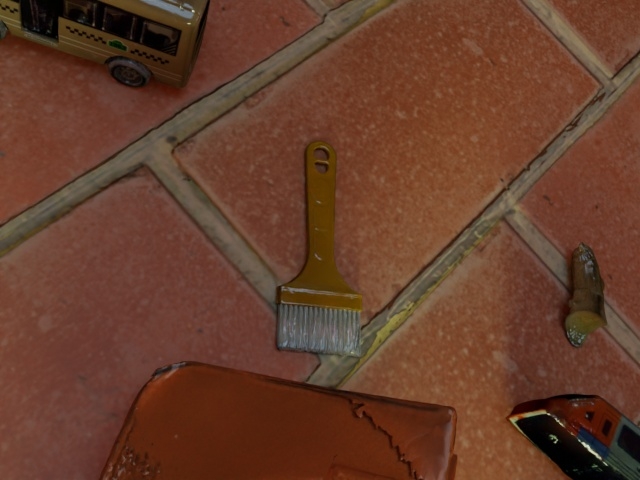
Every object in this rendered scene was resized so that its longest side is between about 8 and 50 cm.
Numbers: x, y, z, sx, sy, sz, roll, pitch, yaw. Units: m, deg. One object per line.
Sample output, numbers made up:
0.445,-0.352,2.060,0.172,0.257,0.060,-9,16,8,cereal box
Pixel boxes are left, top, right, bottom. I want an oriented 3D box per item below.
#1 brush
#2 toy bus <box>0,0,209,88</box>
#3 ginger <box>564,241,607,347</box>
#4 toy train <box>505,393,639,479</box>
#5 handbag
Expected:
0.000,0.000,0.802,0.103,0.013,0.272,8,66,-17,brush
-0.264,-0.287,0.738,0.289,0.157,0.139,18,64,-13,toy bus
0.349,0.071,0.885,0.057,0.044,0.137,11,63,4,ginger
0.402,0.301,0.786,0.409,0.086,0.089,39,61,-1,toy train
-0.056,0.301,0.513,0.303,0.116,0.410,9,52,12,handbag
